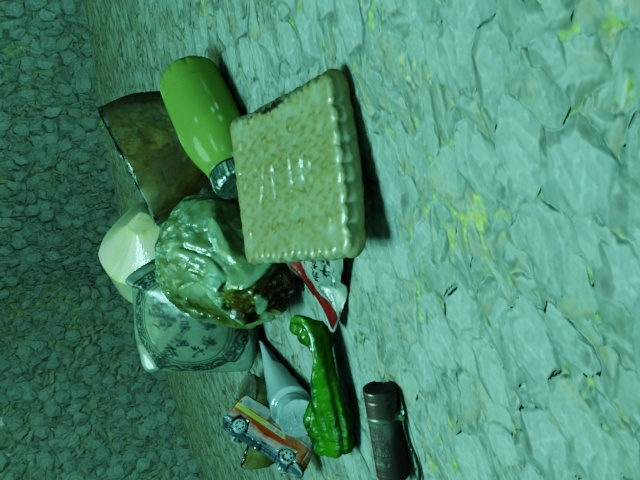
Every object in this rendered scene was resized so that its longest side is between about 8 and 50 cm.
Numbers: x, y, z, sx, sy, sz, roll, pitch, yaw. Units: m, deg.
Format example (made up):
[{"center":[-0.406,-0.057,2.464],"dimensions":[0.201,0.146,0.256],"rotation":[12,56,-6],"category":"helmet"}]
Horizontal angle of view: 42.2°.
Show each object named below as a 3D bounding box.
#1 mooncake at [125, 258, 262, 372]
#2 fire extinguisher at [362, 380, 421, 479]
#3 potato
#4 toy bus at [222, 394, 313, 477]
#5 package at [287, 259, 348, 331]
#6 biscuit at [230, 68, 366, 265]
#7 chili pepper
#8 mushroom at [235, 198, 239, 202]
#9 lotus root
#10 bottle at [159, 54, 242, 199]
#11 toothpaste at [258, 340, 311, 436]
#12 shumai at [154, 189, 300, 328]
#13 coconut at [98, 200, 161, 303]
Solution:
[{"center":[-0.254,0.148,1.634],"dimensions":[0.136,0.250,0.255],"rotation":[-58,-39,-68],"category":"mooncake"},{"center":[0.090,0.255,1.034],"dimensions":[0.078,0.045,0.157],"rotation":[8,112,47],"category":"fire extinguisher"},{"center":[-0.101,0.342,1.640],"dimensions":[0.261,0.100,0.120],"rotation":[-110,41,-68],"category":"potato"},{"center":[-0.090,0.351,1.490],"dimensions":[0.174,0.077,0.079],"rotation":[30,149,10],"category":"toy bus"},{"center":[0.000,0.000,1.110],"dimensions":[0.239,0.030,0.154],"rotation":[96,151,-46],"category":"package"},{"center":[-0.034,-0.078,1.047],"dimensions":[0.325,0.044,0.217],"rotation":[-10,89,64],"category":"biscuit"},{"center":[0.006,0.224,1.212],"dimensions":[0.100,0.074,0.257],"rotation":[-141,41,-62],"category":"chili pepper"},{"center":[-0.156,-0.067,1.437],"dimensions":[0.067,0.083,0.083],"rotation":[35,153,6],"category":"mushroom"},{"center":[-0.320,-0.180,1.679],"dimensions":[0.272,0.192,0.272],"rotation":[54,161,29],"category":"lotus root"},{"center":[-0.180,-0.183,1.366],"dimensions":[0.112,0.112,0.260],"rotation":[101,148,-54],"category":"bottle"},{"center":[-0.069,0.268,1.491],"dimensions":[0.299,0.073,0.114],"rotation":[-146,36,-75],"category":"toothpaste"},{"center":[-0.148,0.060,1.334],"dimensions":[0.218,0.189,0.256],"rotation":[31,154,56],"category":"shumai"},{"center":[-0.349,0.028,1.810],"dimensions":[0.259,0.259,0.259],"rotation":[165,90,-72],"category":"coconut"}]
